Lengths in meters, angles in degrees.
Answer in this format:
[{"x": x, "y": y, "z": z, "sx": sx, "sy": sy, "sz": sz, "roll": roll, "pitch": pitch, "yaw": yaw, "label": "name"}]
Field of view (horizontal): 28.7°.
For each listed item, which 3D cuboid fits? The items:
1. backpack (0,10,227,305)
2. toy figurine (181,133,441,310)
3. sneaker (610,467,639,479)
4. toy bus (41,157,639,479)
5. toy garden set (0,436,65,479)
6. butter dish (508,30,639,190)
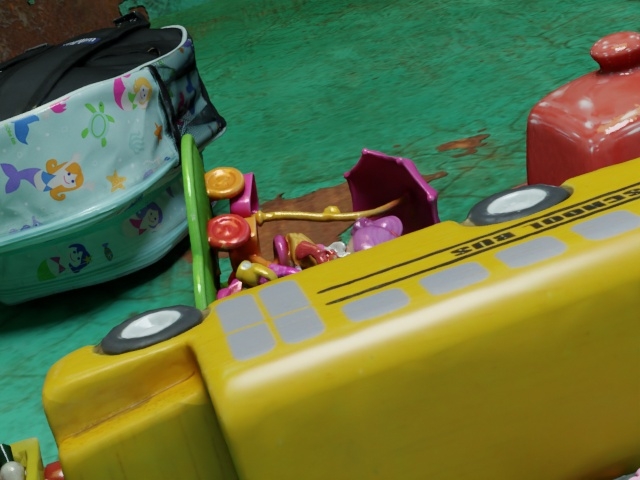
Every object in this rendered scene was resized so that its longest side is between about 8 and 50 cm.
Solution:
[{"x": -0.208, "y": -0.060, "z": 0.975, "sx": 0.225, "sy": 0.191, "sz": 0.253, "roll": -13, "pitch": 12, "yaw": 19, "label": "backpack"}, {"x": 0.000, "y": 0.000, "z": 0.793, "sx": 0.159, "sy": 0.130, "sz": 0.173, "roll": -7, "pitch": 41, "yaw": -1, "label": "toy figurine"}, {"x": 0.095, "y": 0.120, "z": 0.469, "sx": 0.119, "sy": 0.047, "sz": 0.057, "roll": -24, "pitch": -2, "yaw": -22, "label": "sneaker"}, {"x": 0.053, "y": 0.059, "z": 0.544, "sx": 0.333, "sy": 0.108, "sz": 0.130, "roll": -19, "pitch": 15, "yaw": -7, "label": "toy bus"}, {"x": -0.217, "y": 0.172, "z": 0.558, "sx": 0.204, "sy": 0.049, "sz": 0.244, "roll": -17, "pitch": 19, "yaw": -1, "label": "toy garden set"}, {"x": 0.198, "y": -0.073, "z": 0.787, "sx": 0.160, "sy": 0.118, "sz": 0.160, "roll": -20, "pitch": 19, "yaw": -8, "label": "butter dish"}]
